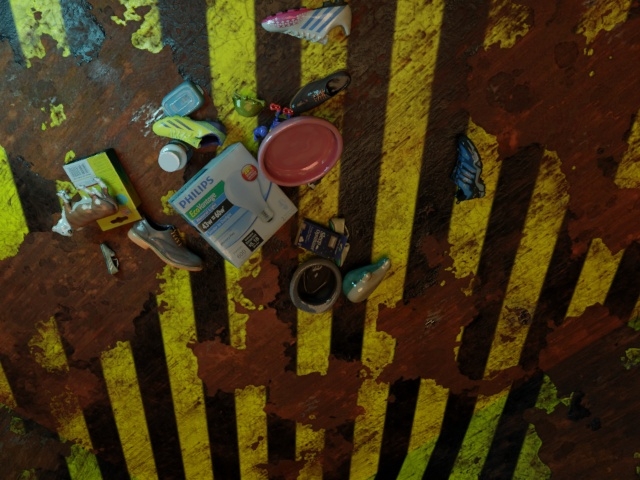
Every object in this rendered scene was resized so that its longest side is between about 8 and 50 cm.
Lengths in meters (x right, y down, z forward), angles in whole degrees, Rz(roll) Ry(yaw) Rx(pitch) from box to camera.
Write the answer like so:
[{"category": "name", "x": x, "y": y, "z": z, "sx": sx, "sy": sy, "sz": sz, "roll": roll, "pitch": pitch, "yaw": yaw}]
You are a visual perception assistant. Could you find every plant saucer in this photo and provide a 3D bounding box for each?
[{"category": "plant saucer", "x": -0.082, "y": -0.348, "z": 1.669, "sx": 0.333, "sy": 0.084, "sz": 0.332, "roll": -15, "pitch": 146, "yaw": -11}]

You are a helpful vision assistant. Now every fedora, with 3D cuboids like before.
[{"category": "fedora", "x": -0.025, "y": 0.200, "z": 2.103, "sx": 0.244, "sy": 0.124, "sz": 0.275, "roll": 9, "pitch": 108, "yaw": -9}]

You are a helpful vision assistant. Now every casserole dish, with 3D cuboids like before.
[{"category": "casserole dish", "x": -0.553, "y": -0.553, "z": 1.754, "sx": 0.189, "sy": 0.037, "sz": 0.114, "roll": -31, "pitch": 114, "yaw": 12}]

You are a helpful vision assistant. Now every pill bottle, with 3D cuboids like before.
[{"category": "pill bottle", "x": -0.589, "y": -0.345, "z": 1.777, "sx": 0.108, "sy": 0.180, "sz": 0.107, "roll": -1, "pitch": 117, "yaw": -2}]

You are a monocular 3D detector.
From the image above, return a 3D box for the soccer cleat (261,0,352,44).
[{"category": "soccer cleat", "x": -0.045, "y": -0.784, "z": 1.606, "sx": 0.332, "sy": 0.116, "sz": 0.143, "roll": -10, "pitch": 117, "yaw": 3}]

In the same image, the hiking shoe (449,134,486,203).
[{"category": "hiking shoe", "x": 0.619, "y": -0.297, "z": 1.877, "sx": 0.132, "sy": 0.113, "sz": 0.303, "roll": -19, "pitch": 116, "yaw": 7}]

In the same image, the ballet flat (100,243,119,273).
[{"category": "ballet flat", "x": -0.989, "y": 0.081, "z": 2.063, "sx": 0.053, "sy": 0.057, "sz": 0.168, "roll": -17, "pitch": 124, "yaw": -25}]

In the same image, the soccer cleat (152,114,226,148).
[{"category": "soccer cleat", "x": -0.526, "y": -0.429, "z": 1.757, "sx": 0.290, "sy": 0.121, "sz": 0.093, "roll": 1, "pitch": 162, "yaw": -7}]

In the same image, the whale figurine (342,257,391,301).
[{"category": "whale figurine", "x": 0.218, "y": 0.170, "z": 2.094, "sx": 0.272, "sy": 0.216, "sz": 0.141, "roll": -43, "pitch": 68, "yaw": -2}]

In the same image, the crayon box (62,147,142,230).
[{"category": "crayon box", "x": -0.923, "y": -0.216, "z": 1.889, "sx": 0.203, "sy": 0.081, "sz": 0.318, "roll": -16, "pitch": 116, "yaw": 7}]

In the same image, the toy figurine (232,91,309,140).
[{"category": "toy figurine", "x": -0.194, "y": -0.416, "z": 1.718, "sx": 0.363, "sy": 0.191, "sz": 0.217, "roll": 14, "pitch": 99, "yaw": -9}]

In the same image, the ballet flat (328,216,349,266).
[{"category": "ballet flat", "x": 0.098, "y": 0.005, "z": 2.040, "sx": 0.086, "sy": 0.086, "sz": 0.248, "roll": -8, "pitch": 116, "yaw": 2}]

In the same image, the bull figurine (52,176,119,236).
[{"category": "bull figurine", "x": -0.996, "y": -0.135, "z": 1.827, "sx": 0.311, "sy": 0.101, "sz": 0.188, "roll": -19, "pitch": 114, "yaw": 9}]

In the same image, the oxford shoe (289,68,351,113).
[{"category": "oxford shoe", "x": -0.004, "y": -0.584, "z": 1.719, "sx": 0.272, "sy": 0.098, "sz": 0.096, "roll": -30, "pitch": 114, "yaw": 13}]

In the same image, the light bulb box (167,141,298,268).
[{"category": "light bulb box", "x": -0.357, "y": -0.145, "z": 1.788, "sx": 0.358, "sy": 0.225, "sz": 0.361, "roll": -47, "pitch": 113, "yaw": -13}]

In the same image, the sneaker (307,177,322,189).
[{"category": "sneaker", "x": -0.071, "y": -0.330, "z": 1.864, "sx": 0.106, "sy": 0.078, "sz": 0.234, "roll": -39, "pitch": 113, "yaw": 10}]

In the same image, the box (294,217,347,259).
[{"category": "box", "x": 0.000, "y": 0.000, "z": 2.005, "sx": 0.226, "sy": 0.036, "sz": 0.136, "roll": 23, "pitch": 119, "yaw": 10}]

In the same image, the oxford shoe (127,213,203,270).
[{"category": "oxford shoe", "x": -0.682, "y": 0.016, "z": 1.993, "sx": 0.364, "sy": 0.130, "sz": 0.132, "roll": 32, "pitch": 104, "yaw": -18}]
